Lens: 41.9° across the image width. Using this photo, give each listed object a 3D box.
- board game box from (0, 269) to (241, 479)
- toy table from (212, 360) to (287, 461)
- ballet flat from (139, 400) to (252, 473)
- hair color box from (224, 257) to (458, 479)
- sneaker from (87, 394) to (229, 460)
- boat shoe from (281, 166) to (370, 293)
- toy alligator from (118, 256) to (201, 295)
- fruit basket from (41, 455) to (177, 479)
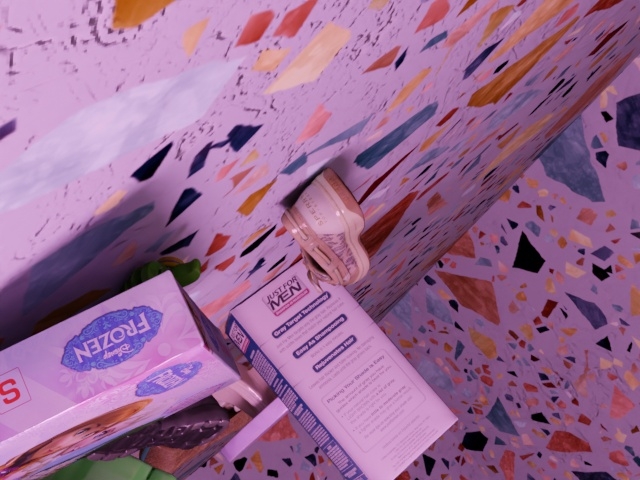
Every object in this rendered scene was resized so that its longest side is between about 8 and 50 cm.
[{"bbox_3d":[-0.236,0.152,0.730,0.318,0.066,0.319,-26,168,-6],"label":"board game box"},{"bbox_3d":[-0.110,0.238,1.442,0.274,0.161,0.252,-41,172,8],"label":"toy table"},{"bbox_3d":[-0.227,0.348,1.718,0.342,0.116,0.124,-29,146,-33],"label":"ballet flat"},{"bbox_3d":[0.027,0.208,1.303,0.174,0.347,0.105,-36,168,-24],"label":"hair color box"},{"bbox_3d":[-0.248,0.233,1.147,0.101,0.106,0.267,-44,149,24],"label":"sneaker"},{"bbox_3d":[0.000,0.000,1.072,0.089,0.104,0.285,-35,159,-9],"label":"boat shoe"},{"bbox_3d":[-0.179,0.063,0.819,0.051,0.056,0.189,21,139,-27],"label":"toy alligator"},{"bbox_3d":[-0.339,0.502,1.189,0.392,0.283,0.392,24,90,-85],"label":"fruit basket"}]
